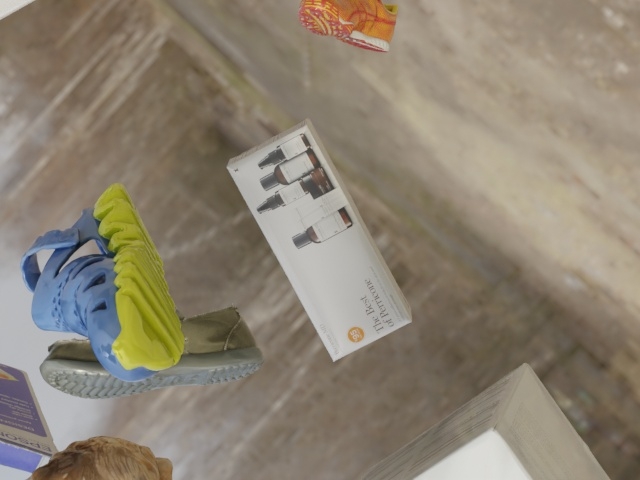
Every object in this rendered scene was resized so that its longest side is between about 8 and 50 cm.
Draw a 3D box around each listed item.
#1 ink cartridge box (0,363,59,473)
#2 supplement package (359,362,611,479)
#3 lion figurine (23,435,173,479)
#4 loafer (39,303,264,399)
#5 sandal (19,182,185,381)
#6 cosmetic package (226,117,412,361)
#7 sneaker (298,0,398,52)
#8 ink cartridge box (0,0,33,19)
[{"bbox_3d":[-0.468,0.181,1.877,0.303,0.072,0.307,21,-171,-21],"label":"ink cartridge box"},{"bbox_3d":[0.146,0.263,1.423,0.199,0.198,0.263,55,-165,1],"label":"supplement package"},{"bbox_3d":[-0.294,0.261,1.141,0.392,0.240,0.142,-1,-179,-8],"label":"lion figurine"},{"bbox_3d":[-0.188,0.116,1.784,0.094,0.251,0.087,-42,55,56],"label":"loafer"},{"bbox_3d":[-0.219,0.057,1.596,0.317,0.138,0.126,-120,6,-68],"label":"sandal"},{"bbox_3d":[0.000,0.000,1.725,0.239,0.099,0.060,61,-172,-10],"label":"cosmetic package"},{"bbox_3d":[0.027,-0.244,1.719,0.064,0.067,0.175,13,-177,24],"label":"sneaker"},{"bbox_3d":[-0.359,-0.246,1.448,0.172,0.237,0.100,55,174,50],"label":"ink cartridge box"}]
